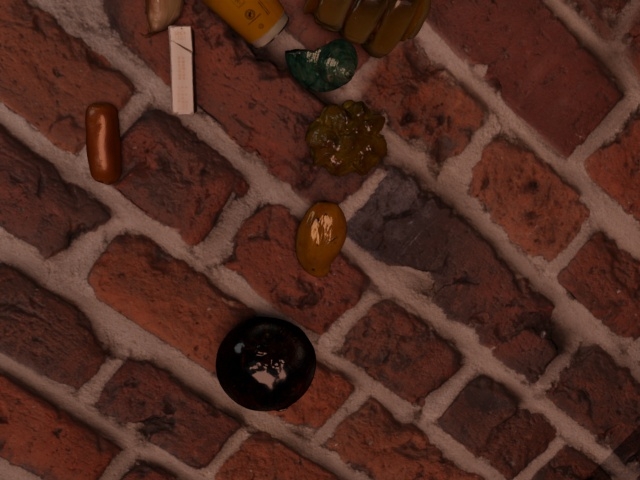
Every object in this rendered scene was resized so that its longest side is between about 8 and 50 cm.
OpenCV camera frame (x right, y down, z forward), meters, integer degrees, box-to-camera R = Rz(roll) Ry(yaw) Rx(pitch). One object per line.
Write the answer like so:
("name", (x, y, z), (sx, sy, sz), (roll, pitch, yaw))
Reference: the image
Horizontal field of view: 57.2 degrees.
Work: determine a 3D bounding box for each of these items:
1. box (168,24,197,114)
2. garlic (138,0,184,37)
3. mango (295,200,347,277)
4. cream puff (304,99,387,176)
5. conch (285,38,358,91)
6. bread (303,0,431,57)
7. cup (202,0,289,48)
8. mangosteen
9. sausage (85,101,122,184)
("box", (-0.385, -0.476, 1.647), (0.067, 0.149, 0.233), (-2, 106, -10))
("garlic", (-0.437, -0.661, 1.607), (0.128, 0.115, 0.206), (1, 109, -14))
("mango", (0.001, 0.001, 1.857), (0.157, 0.109, 0.262), (5, 107, -13))
("cream puff", (0.083, -0.305, 1.756), (0.244, 0.196, 0.244), (-8, 104, -36))
("conch", (0.017, -0.498, 1.680), (0.196, 0.202, 0.134), (-16, 102, -38))
("bread", (0.152, -0.684, 1.633), (0.341, 0.210, 0.300), (30, 102, -15))
("cup", (-0.223, -0.668, 1.589), (0.196, 0.196, 0.280), (-44, 123, 6))
("mangosteen", (-0.175, 0.393, 1.861), (0.330, 0.330, 0.330), (-2, 106, -7))
("sausage", (-0.630, -0.279, 1.701), (0.098, 0.098, 0.238), (0, 105, -8))
